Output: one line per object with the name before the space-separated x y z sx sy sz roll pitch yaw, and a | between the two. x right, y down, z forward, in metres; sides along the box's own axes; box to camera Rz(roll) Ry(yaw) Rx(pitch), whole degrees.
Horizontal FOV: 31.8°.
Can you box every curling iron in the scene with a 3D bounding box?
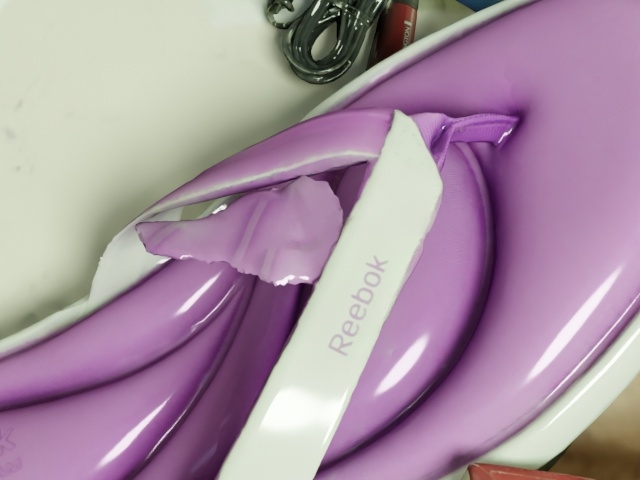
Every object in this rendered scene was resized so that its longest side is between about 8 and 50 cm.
curling iron | 0.000 0.000 0.487 0.068 0.035 0.274 5 87 0

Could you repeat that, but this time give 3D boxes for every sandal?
sandal | -0.036 0.040 0.393 0.416 0.102 0.169 -35 59 6

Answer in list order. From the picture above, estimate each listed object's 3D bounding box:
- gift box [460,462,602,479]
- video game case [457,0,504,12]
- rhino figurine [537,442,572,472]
gift box | 0.115 0.257 0.334 0.255 0.276 0.258 12 125 -6
video game case | 0.017 -0.266 0.467 0.269 0.061 0.244 29 77 -3
rhino figurine | 0.095 0.030 0.466 0.073 0.106 0.243 36 83 38
